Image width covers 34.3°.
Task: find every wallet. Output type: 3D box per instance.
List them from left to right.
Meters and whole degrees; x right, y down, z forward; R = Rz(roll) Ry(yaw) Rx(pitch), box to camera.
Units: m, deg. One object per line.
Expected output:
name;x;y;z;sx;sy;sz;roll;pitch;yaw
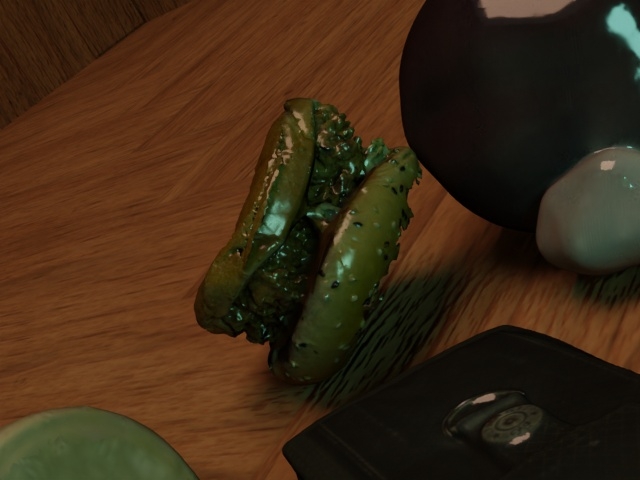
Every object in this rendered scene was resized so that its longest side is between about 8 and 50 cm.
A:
wallet;0.080;0.104;0.502;0.169;0.052;0.245;-31;18;-12

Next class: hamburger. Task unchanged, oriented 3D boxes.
hamburger;0.000;0.000;0.688;0.113;0.177;0.185;21;25;9

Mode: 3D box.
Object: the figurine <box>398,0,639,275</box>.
figurine;0.200;-0.117;0.734;0.218;0.206;0.365;14;18;32

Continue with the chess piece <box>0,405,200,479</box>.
chess piece;-0.202;0.195;0.519;0.300;0.167;0.167;-22;21;33
